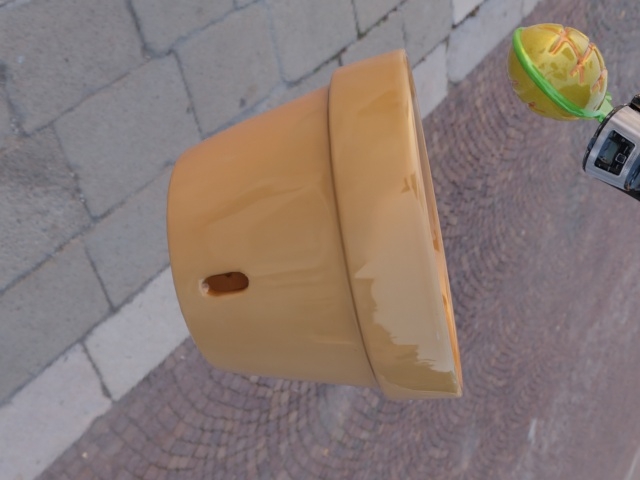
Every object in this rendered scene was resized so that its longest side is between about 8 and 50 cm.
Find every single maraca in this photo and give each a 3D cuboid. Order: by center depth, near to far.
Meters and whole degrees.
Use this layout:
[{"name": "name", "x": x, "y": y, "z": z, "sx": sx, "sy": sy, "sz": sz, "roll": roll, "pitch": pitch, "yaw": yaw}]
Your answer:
[{"name": "maraca", "x": 0.294, "y": -0.190, "z": 0.899, "sx": 0.186, "sy": 0.099, "sz": 0.127, "roll": 21, "pitch": 49, "yaw": -32}]

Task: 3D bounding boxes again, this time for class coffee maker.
[{"name": "coffee maker", "x": 0.389, "y": -0.065, "z": 0.794, "sx": 0.171, "sy": 0.178, "sz": 0.120, "roll": 14, "pitch": 115, "yaw": -51}]

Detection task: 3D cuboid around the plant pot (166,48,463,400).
[{"name": "plant pot", "x": 0.000, "y": 0.000, "z": 0.654, "sx": 0.291, "sy": 0.203, "sz": 0.291, "roll": -9, "pitch": 90, "yaw": -79}]
